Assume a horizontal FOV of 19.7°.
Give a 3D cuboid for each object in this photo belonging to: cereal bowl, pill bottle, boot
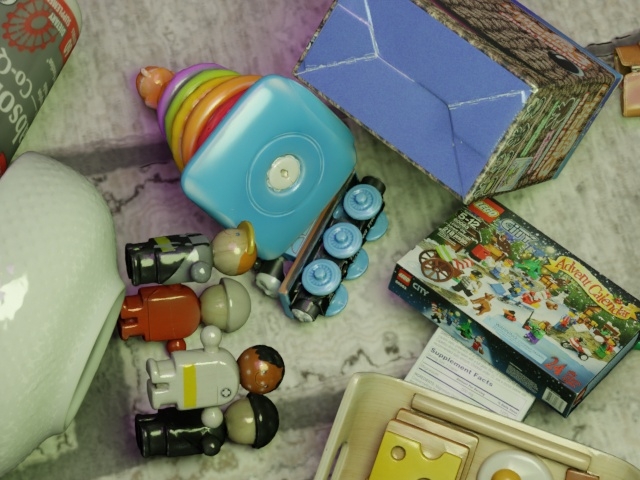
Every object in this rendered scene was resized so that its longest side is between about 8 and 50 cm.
[{"bbox_3d":[-0.286,0.092,1.802,0.141,0.339,0.339,23,67,0],"label":"cereal bowl"},{"bbox_3d":[-0.421,-0.139,1.971,0.210,0.210,0.363,21,68,10],"label":"pill bottle"},{"bbox_3d":[0.413,-0.149,2.048,0.152,0.073,0.197,-6,53,-4],"label":"boot"}]

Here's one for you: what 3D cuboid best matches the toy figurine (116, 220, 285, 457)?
[{"bbox_3d":[-0.117,0.103,1.858,0.148,0.209,0.213,-6,62,-14],"label":"toy figurine"}]

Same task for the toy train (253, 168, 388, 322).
[{"bbox_3d":[0.000,0.000,1.979,0.105,0.080,0.184,22,69,20],"label":"toy train"}]

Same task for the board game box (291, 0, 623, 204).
[{"bbox_3d":[0.150,-0.173,1.927,0.232,0.291,0.141,38,111,16],"label":"board game box"}]

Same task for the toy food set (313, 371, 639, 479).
[{"bbox_3d":[0.139,0.278,1.784,0.306,0.092,0.220,20,98,8],"label":"toy food set"}]

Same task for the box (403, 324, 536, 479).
[{"bbox_3d":[0.139,0.181,1.893,0.126,0.072,0.137,30,70,12],"label":"box"}]

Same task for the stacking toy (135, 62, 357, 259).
[{"bbox_3d":[-0.114,-0.126,1.980,0.166,0.175,0.302,-51,41,-3],"label":"stacking toy"}]

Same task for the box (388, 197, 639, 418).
[{"bbox_3d":[0.209,0.062,1.912,0.233,0.044,0.159,36,50,18],"label":"box"}]

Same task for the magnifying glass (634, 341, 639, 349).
[{"bbox_3d":[0.326,0.096,1.961,0.231,0.026,0.092,22,67,12],"label":"magnifying glass"}]
